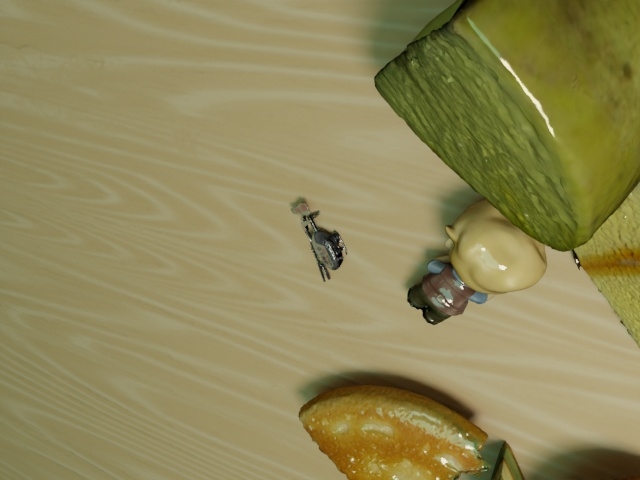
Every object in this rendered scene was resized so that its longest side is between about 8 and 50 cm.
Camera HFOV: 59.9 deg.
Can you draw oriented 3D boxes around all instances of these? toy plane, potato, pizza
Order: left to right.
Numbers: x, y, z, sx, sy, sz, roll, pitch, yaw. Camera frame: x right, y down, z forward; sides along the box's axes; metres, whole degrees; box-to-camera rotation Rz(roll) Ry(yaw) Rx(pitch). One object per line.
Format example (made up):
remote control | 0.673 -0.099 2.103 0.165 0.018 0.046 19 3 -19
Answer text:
toy plane | 0.000 0.000 0.780 0.049 0.031 0.120 -16 105 40
pizza | 0.111 0.316 0.817 0.289 0.081 0.228 -3 102 29
potato | 0.223 -0.165 0.461 0.280 0.330 0.213 -43 100 3

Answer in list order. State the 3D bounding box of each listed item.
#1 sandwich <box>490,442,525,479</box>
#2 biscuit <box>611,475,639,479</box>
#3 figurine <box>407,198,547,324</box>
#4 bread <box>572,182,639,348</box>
sandwich | 0.283 0.398 0.744 0.144 0.117 0.187 17 115 18
biscuit | 0.373 0.384 0.674 0.220 0.066 0.220 -1 113 -3
figurine | 0.184 0.036 0.671 0.114 0.108 0.196 49 142 14
bread | 0.350 -0.001 0.558 0.178 0.142 0.266 -35 93 18
